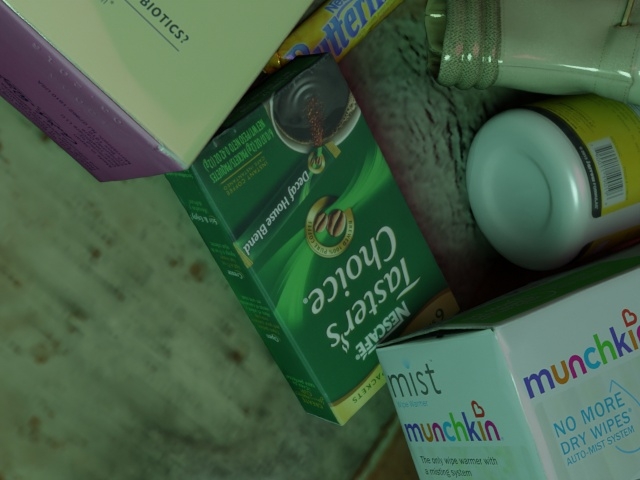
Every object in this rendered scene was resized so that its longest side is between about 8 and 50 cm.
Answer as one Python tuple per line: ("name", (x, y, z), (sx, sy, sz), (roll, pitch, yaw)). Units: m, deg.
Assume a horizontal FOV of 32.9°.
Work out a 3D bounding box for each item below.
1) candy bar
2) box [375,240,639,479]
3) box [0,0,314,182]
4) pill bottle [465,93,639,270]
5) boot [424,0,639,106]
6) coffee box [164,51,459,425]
("candy bar", (0.024, -0.140, 0.653), (0.161, 0.018, 0.040), (-46, 112, -24))
("box", (0.197, 0.121, 0.625), (0.262, 0.127, 0.231), (-17, 89, -29))
("box", (-0.095, -0.189, 0.524), (0.213, 0.117, 0.243), (43, 70, -24))
("pill bottle", (0.193, -0.051, 0.705), (0.184, 0.103, 0.103), (-17, 98, -31))
("boot", (0.149, -0.143, 0.683), (0.165, 0.213, 0.077), (5, 120, 4))
("coffee box", (0.000, 0.000, 0.612), (0.113, 0.040, 0.184), (-40, 116, -27))
